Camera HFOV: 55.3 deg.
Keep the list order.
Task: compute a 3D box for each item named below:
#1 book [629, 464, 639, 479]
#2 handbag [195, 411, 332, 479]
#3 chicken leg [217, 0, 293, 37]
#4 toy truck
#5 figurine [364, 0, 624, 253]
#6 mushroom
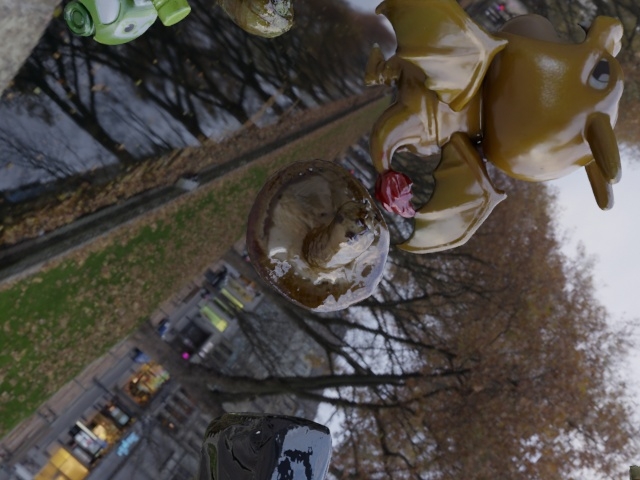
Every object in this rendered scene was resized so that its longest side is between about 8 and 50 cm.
[{"bbox_3d":[0.503,0.352,0.590,0.373,0.263,0.028,-3,-170,16],"label":"book"},{"bbox_3d":[-0.096,0.425,0.999,0.302,0.177,0.275,-28,-129,62],"label":"handbag"},{"bbox_3d":[-0.100,-0.324,0.779,0.093,0.178,0.070,-46,153,-11],"label":"chicken leg"},{"bbox_3d":[-0.336,-0.447,1.046,0.210,0.187,0.148,-7,-160,32],"label":"toy truck"},{"bbox_3d":[0.259,-0.178,0.956,0.268,0.387,0.401,-45,135,-61],"label":"figurine"},{"bbox_3d":[-0.013,-0.012,1.075,0.267,0.267,0.254,-47,156,2],"label":"mushroom"}]
